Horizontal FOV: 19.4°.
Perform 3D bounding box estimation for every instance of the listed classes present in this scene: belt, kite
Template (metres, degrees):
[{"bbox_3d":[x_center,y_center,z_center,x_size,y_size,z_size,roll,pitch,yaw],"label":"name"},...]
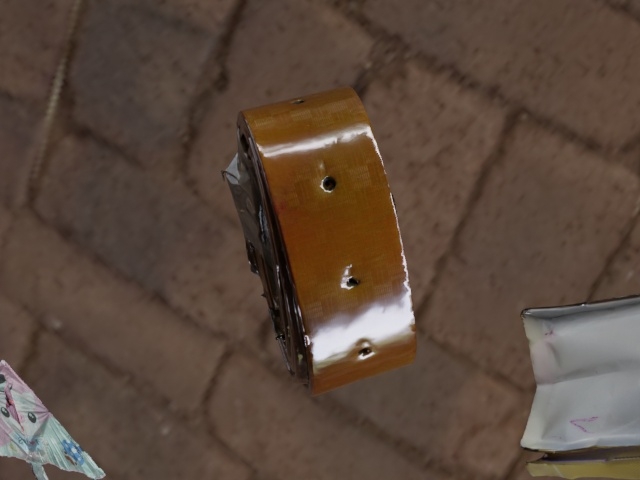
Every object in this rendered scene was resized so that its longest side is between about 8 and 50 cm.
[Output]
[{"bbox_3d":[0.000,0.000,1.406,0.105,0.184,0.261,-18,145,-6],"label":"belt"},{"bbox_3d":[-0.176,0.135,1.136,0.005,0.137,0.152,-38,55,21],"label":"kite"}]

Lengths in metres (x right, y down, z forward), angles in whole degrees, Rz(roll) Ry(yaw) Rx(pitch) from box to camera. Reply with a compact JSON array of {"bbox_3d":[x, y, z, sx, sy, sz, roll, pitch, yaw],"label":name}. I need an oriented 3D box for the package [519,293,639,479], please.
[{"bbox_3d":[0.344,0.163,1.662,0.311,0.165,0.221,-6,142,26],"label":"package"}]
